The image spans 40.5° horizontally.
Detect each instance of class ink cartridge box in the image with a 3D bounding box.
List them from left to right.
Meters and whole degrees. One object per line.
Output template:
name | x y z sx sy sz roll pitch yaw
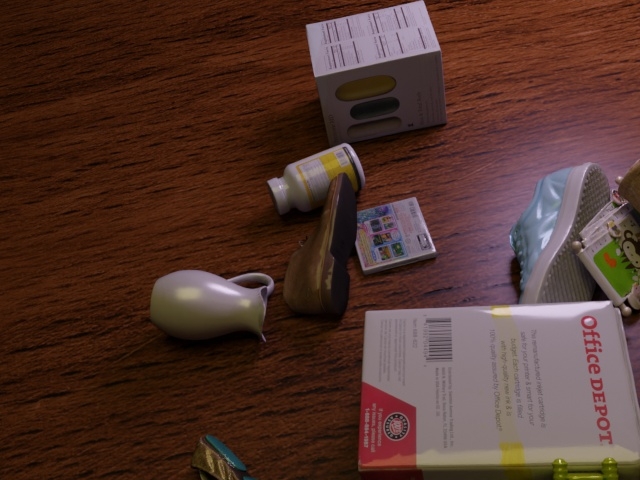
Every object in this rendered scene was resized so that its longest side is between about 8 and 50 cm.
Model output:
ink cartridge box | 0.259 0.250 1.293 0.384 0.160 0.279 -3 47 11

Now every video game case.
video game case | 0.135 -0.011 1.670 0.143 0.019 0.157 -15 46 0

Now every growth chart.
growth chart | 0.524 0.011 1.492 0.172 0.021 0.237 47 53 0

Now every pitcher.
pitcher | -0.192 0.107 1.581 0.207 0.126 0.178 4 27 4

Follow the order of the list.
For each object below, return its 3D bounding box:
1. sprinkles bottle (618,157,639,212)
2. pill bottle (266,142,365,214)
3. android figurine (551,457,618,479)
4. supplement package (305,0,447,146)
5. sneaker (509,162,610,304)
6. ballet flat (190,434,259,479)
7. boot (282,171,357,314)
sprinkles bottle | 0.646 0.003 1.412 0.121 0.121 0.355 -28 60 -13
pill bottle | -0.011 -0.119 1.748 0.184 0.103 0.103 -22 46 -8
android figurine | 0.343 0.413 1.095 0.248 0.056 0.273 -2 83 11
supplement package | 0.121 -0.360 1.878 0.262 0.199 0.198 -11 46 3
sneaker | 0.396 0.028 1.522 0.150 0.135 0.366 -11 42 49
ballet flat | -0.128 0.383 1.339 0.206 0.073 0.067 32 88 38
boot | 0.000 0.000 1.624 0.115 0.112 0.305 -7 53 26
